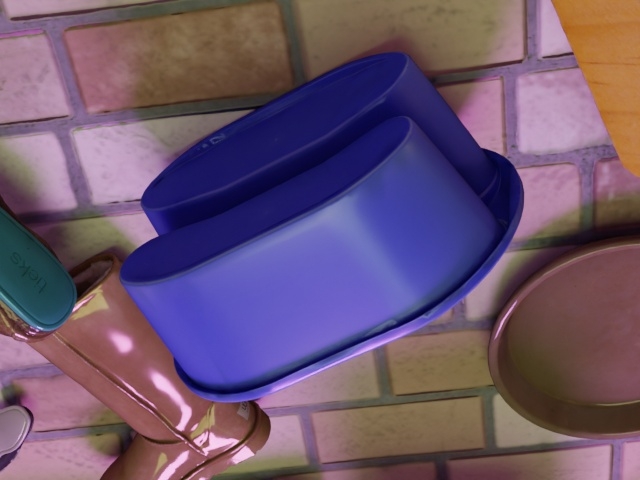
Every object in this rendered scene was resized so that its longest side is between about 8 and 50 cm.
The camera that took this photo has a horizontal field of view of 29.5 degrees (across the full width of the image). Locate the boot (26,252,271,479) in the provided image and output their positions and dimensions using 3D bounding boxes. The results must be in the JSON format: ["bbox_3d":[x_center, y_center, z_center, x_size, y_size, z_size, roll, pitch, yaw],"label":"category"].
[{"bbox_3d":[-0.214,0.159,1.250,0.236,0.089,0.269,-35,123,12],"label":"boot"}]

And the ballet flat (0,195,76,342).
[{"bbox_3d":[-0.349,-0.043,1.064,0.124,0.116,0.342,-8,128,39],"label":"ballet flat"}]

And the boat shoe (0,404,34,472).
[{"bbox_3d":[-0.343,0.219,1.322,0.046,0.038,0.125,47,118,16],"label":"boat shoe"}]

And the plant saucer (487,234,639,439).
[{"bbox_3d":[0.307,0.097,1.231,0.278,0.041,0.278,0,129,0],"label":"plant saucer"}]

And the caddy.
[{"bbox_3d":[0.000,0.000,1.020,0.341,0.241,0.179,-25,119,19],"label":"caddy"}]

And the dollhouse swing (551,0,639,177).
[{"bbox_3d":[0.411,-0.220,0.960,0.315,0.305,0.347,12,146,46],"label":"dollhouse swing"}]
